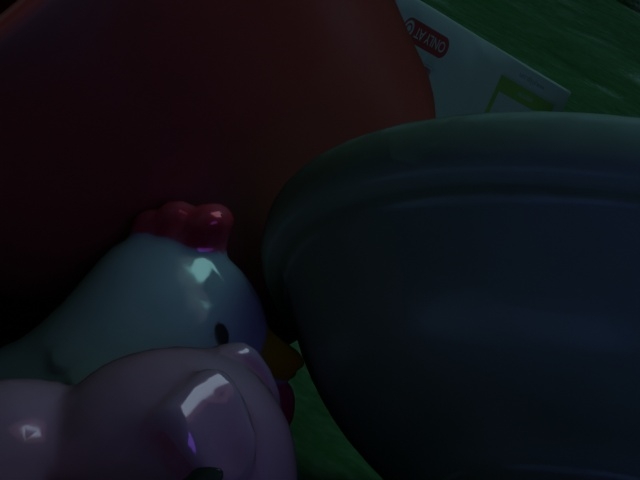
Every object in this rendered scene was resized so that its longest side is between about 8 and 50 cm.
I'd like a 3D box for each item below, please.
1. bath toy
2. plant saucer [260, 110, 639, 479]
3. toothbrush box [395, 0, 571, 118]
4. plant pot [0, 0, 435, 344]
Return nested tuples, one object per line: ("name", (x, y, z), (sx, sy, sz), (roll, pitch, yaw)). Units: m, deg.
("bath toy", (-0.068, 0.077, 0.592), (0.151, 0.129, 0.348), (25, 15, 0))
("plant saucer", (0.154, 0.097, 0.689), (0.400, 0.101, 0.400), (19, -21, 8))
("toothbrush box", (-0.035, -0.106, 1.121), (0.283, 0.122, 0.206), (29, 5, 35))
("plant pot", (-0.091, -0.086, 0.799), (0.275, 0.275, 0.243), (42, -2, 46))
